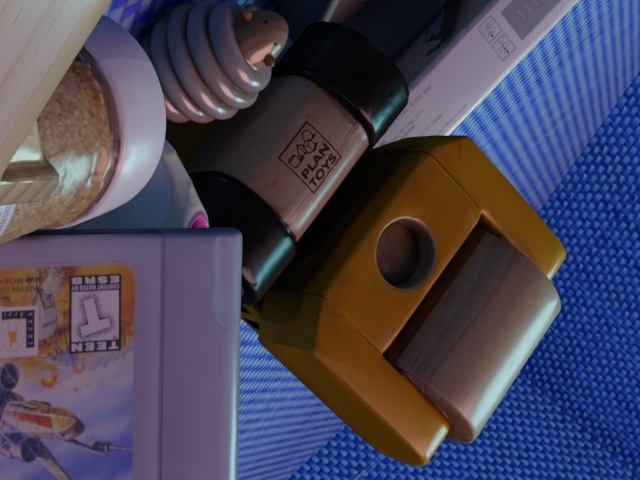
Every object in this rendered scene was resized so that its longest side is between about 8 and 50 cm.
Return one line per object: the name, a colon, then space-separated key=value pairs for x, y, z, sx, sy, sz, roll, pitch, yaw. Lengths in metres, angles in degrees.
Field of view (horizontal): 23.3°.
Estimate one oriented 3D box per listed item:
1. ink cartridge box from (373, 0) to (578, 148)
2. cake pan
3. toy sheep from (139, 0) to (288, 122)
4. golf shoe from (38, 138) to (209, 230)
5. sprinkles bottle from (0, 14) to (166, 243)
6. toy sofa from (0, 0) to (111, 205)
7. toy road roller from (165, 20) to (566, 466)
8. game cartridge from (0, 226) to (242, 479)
ink cartridge box: x=0.074 y=-0.156 z=1.436 sx=0.296 sy=0.066 sz=0.261 roll=-46 pitch=-159 yaw=-11
cake pan: x=0.074 y=-0.247 z=1.240 sx=0.293 sy=0.054 sz=0.293 roll=-45 pitch=168 yaw=-12
toy sheep: x=-0.080 y=-0.120 z=1.045 sx=0.132 sy=0.091 sz=0.091 roll=-25 pitch=178 yaw=23
golf shoe: x=-0.190 y=0.040 z=1.036 sx=0.306 sy=0.140 sz=0.115 roll=-52 pitch=169 yaw=28
sprinkles bottle: x=-0.217 y=-0.035 z=0.739 sx=0.121 sy=0.121 sz=0.355 roll=-54 pitch=166 yaw=28
toy sofa: x=-0.114 y=-0.180 z=0.565 sx=0.362 sy=0.150 sz=0.177 roll=-53 pitch=163 yaw=23
toy road roller: x=0.000 y=0.000 z=1.191 sx=0.202 sy=0.329 sz=0.240 roll=-53 pitch=-156 yaw=-18
game cartridge: x=-0.180 y=0.092 z=0.885 sx=0.297 sy=0.198 sz=0.062 roll=-2 pitch=-179 yaw=-30
